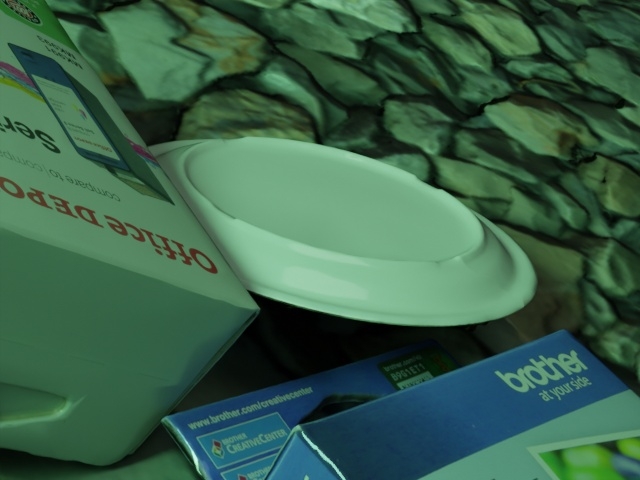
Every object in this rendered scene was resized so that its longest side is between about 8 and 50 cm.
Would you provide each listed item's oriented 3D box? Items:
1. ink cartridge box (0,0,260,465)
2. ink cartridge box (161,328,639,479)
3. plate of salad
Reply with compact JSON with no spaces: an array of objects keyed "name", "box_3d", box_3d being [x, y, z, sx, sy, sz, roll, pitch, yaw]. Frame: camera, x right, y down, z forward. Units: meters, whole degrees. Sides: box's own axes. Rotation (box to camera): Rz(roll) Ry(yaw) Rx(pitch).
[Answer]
[{"name":"ink cartridge box","box_3d":[-0.142,-0.028,0.522,0.154,0.093,0.212,22,26,-51]},{"name":"ink cartridge box","box_3d":[0.105,0.134,0.501,0.311,0.065,0.186,42,32,28]},{"name":"plate of salad","box_3d":[0.000,0.000,0.634,0.200,0.048,0.200,13,20,-5]}]
